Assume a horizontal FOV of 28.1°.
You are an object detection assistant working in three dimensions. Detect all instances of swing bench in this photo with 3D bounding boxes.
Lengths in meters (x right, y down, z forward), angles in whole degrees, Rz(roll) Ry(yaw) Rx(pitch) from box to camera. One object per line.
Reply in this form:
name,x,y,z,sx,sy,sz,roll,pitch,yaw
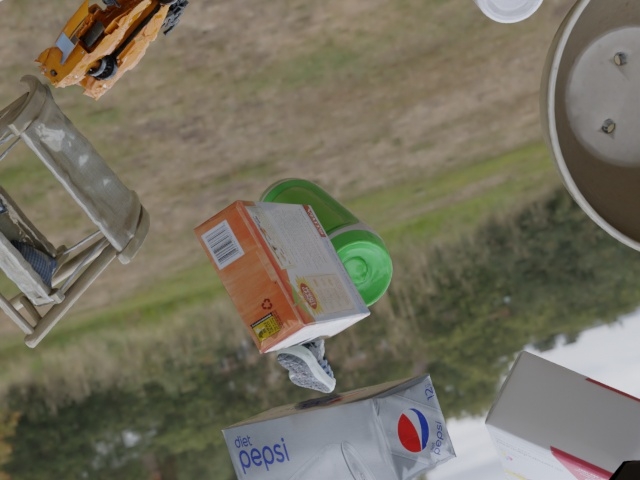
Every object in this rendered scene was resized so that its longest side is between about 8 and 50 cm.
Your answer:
swing bench,-0.392,-0.044,1.733,0.254,0.253,0.165,-42,-152,-9

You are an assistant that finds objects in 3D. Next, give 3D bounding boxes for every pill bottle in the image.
pill bottle,0.322,-0.494,2.341,0.131,0.131,0.229,-17,-151,1

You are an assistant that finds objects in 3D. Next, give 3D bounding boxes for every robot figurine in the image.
robot figurine,-0.307,-0.353,1.994,0.291,0.085,0.211,-48,166,10

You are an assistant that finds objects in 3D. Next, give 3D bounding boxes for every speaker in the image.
speaker,0.000,0.000,1.909,0.131,0.131,0.296,-15,-156,-16

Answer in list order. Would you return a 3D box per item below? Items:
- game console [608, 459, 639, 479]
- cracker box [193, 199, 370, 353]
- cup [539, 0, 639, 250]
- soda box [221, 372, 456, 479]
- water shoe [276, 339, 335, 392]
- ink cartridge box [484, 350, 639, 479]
game console,0.471,0.241,1.530,0.361,0.044,0.213,-41,-167,-32
cracker box,-0.038,0.038,1.454,0.067,0.156,0.232,-33,169,17
cup,0.375,-0.155,1.390,0.331,0.331,0.237,-17,-171,-4
soda box,0.013,0.225,1.416,0.091,0.098,0.286,-17,178,-40
water shoe,-0.011,0.174,1.942,0.072,0.080,0.203,13,162,14
ink cartridge box,0.380,0.308,1.839,0.226,0.131,0.306,20,157,27
